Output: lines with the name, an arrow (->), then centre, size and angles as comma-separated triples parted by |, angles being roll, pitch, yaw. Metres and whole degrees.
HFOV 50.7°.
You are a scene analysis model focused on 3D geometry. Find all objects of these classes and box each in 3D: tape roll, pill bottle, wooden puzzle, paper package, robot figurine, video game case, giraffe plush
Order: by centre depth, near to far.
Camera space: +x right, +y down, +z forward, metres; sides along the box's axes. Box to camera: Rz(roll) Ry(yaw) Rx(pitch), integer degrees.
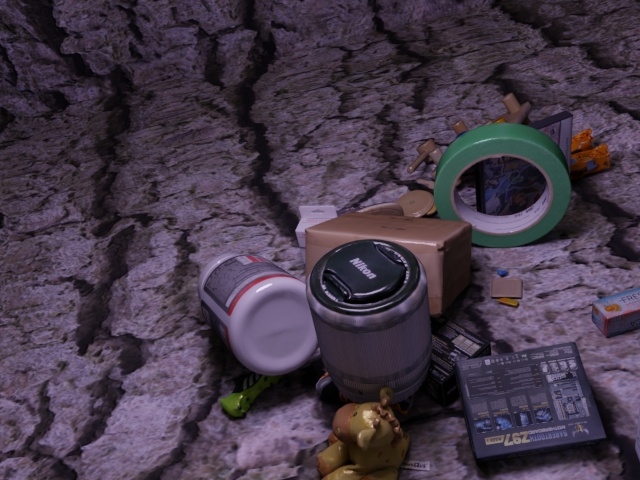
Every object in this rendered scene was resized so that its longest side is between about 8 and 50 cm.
giraffe plush -> 0.085, 0.364, 1.224 | 0.211, 0.170, 0.181 | -12, 35, 3
pill bottle -> -0.151, 0.145, 1.518 | 0.210, 0.210, 0.363 | -26, 21, -17
paper package -> 0.163, 0.044, 1.556 | 0.325, 0.168, 0.309 | 5, 12, 25
wooden puzzle -> 0.436, 0.113, 1.588 | 0.079, 0.014, 0.116 | 7, 41, 20
tape roll -> 0.439, -0.129, 1.649 | 0.322, 0.321, 0.077 | -2, 38, 16
video game case -> 0.528, -0.179, 1.752 | 0.275, 0.248, 0.035 | -22, 38, -11
robot figurine -> 0.650, -0.230, 1.922 | 0.291, 0.085, 0.211 | -13, 34, 1

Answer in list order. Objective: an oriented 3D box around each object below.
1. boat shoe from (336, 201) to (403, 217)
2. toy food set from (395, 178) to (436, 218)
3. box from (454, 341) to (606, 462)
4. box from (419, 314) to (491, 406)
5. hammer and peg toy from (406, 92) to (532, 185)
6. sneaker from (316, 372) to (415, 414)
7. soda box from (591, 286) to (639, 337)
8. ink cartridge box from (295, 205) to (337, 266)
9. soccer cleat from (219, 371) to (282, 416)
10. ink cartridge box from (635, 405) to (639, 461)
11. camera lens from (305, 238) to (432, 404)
boat shoe -> 0.084, -0.050, 1.853 | 0.285, 0.102, 0.092 | -23, 38, 0
toy food set -> 0.268, -0.093, 1.912 | 0.192, 0.038, 0.132 | -44, 39, -20
box -> 0.381, 0.299, 1.252 | 0.233, 0.059, 0.183 | -11, 61, 5
box -> 0.242, 0.239, 1.422 | 0.147, 0.077, 0.180 | -34, 40, -25
hammer and peg toy -> 0.421, -0.262, 1.955 | 0.361, 0.127, 0.266 | -25, 17, 44
sneaker -> 0.091, 0.310, 1.380 | 0.215, 0.084, 0.083 | -5, 54, 22
soda box -> 0.672, 0.142, 1.428 | 0.183, 0.058, 0.063 | -15, 35, -3
ink cartridge box -> 0.000, 0.000, 1.743 | 0.104, 0.180, 0.060 | 0, 38, 19
soccer cleat -> -0.144, 0.308, 1.476 | 0.072, 0.060, 0.179 | 21, 51, 41
ink cartridge box -> 0.543, 0.334, 0.975 | 0.072, 0.330, 0.324 | -7, 37, 10
camera lens -> 0.098, 0.151, 1.278 | 0.220, 0.274, 0.219 | -7, 39, 6
